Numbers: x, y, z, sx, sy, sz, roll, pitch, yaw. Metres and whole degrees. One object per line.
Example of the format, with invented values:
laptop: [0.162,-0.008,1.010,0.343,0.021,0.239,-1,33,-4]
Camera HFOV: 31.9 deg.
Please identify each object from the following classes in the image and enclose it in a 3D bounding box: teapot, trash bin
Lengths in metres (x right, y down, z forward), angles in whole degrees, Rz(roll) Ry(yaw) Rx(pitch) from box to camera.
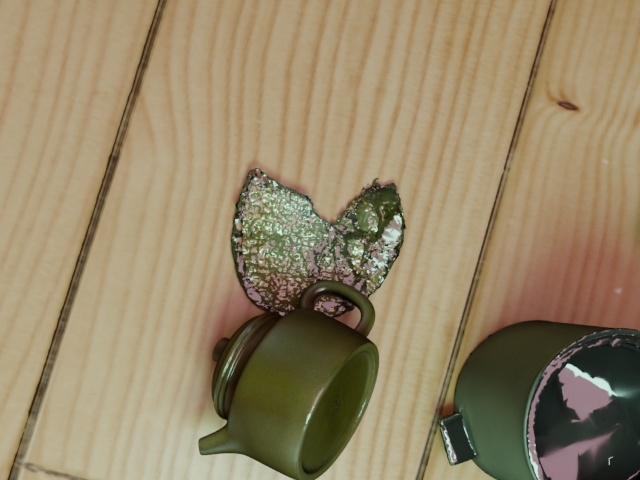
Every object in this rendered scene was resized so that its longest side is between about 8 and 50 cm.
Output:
teapot: [-0.041,0.152,1.303,0.175,0.185,0.268,26,63,21]
trash bin: [0.295,0.205,1.305,0.277,0.262,0.217,-18,91,-9]

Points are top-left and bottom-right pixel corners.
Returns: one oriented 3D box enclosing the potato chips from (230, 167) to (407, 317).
potato chips: [-0.001,0.000,1.386,0.220,0.029,0.202,-10,90,-7]
